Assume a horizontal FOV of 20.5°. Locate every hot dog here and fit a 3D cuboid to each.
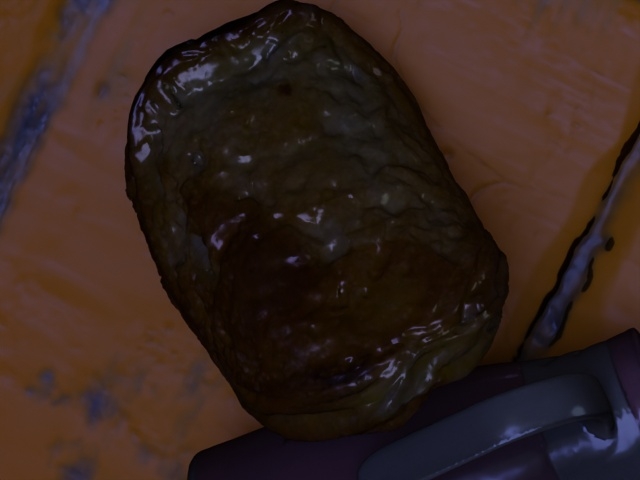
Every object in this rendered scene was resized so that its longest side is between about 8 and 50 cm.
[{"bbox_3d":[0.000,0.000,0.960,0.175,0.114,0.259,-24,60,-6],"label":"hot dog"}]

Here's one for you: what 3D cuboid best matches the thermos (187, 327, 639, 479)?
[{"bbox_3d":[0.071,0.133,0.960,0.265,0.176,0.146,-24,70,12],"label":"thermos"}]
